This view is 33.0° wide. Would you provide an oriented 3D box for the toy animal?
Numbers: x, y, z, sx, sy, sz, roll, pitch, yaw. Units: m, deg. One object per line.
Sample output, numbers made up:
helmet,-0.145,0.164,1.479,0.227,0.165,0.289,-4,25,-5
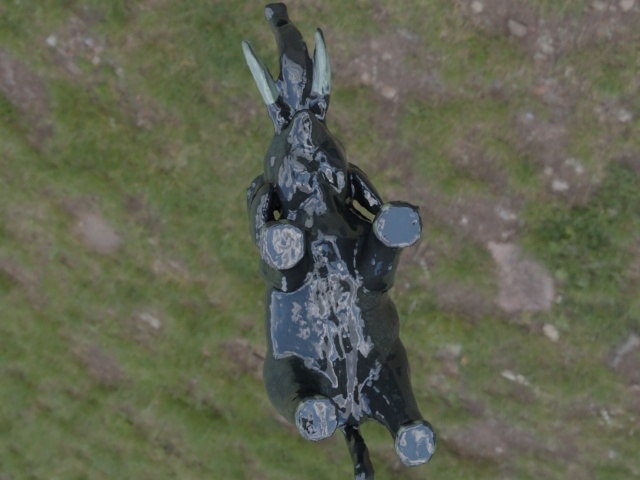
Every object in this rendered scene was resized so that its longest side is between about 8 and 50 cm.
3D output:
toy animal,0.001,-0.002,0.571,0.082,0.270,0.137,-9,-177,-9
